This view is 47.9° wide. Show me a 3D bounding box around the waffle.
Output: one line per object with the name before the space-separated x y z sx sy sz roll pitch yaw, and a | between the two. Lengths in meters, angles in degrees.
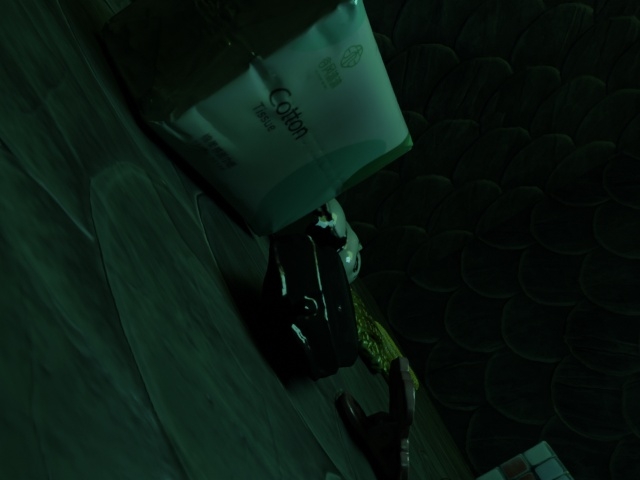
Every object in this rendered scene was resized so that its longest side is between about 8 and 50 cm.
waffle | 0.089 0.191 1.573 0.208 0.054 0.214 61 8 -18

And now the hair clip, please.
hair clip | 0.096 0.231 0.897 0.138 0.102 0.123 59 6 -5

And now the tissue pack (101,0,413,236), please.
tissue pack | -0.057 -0.179 0.902 0.194 0.266 0.356 60 4 25

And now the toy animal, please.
toy animal | 0.000 0.000 1.246 0.179 0.138 0.166 51 23 -34

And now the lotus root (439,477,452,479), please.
lotus root | 0.274 0.524 1.536 0.037 0.030 0.083 59 2 30

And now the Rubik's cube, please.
Rubik's cube | 0.480 0.647 1.566 0.256 0.253 0.259 58 4 -22

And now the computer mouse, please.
computer mouse | -0.015 0.076 0.781 0.264 0.088 0.147 44 31 -79

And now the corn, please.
corn | 0.169 0.291 1.762 0.203 0.072 0.072 58 3 4
